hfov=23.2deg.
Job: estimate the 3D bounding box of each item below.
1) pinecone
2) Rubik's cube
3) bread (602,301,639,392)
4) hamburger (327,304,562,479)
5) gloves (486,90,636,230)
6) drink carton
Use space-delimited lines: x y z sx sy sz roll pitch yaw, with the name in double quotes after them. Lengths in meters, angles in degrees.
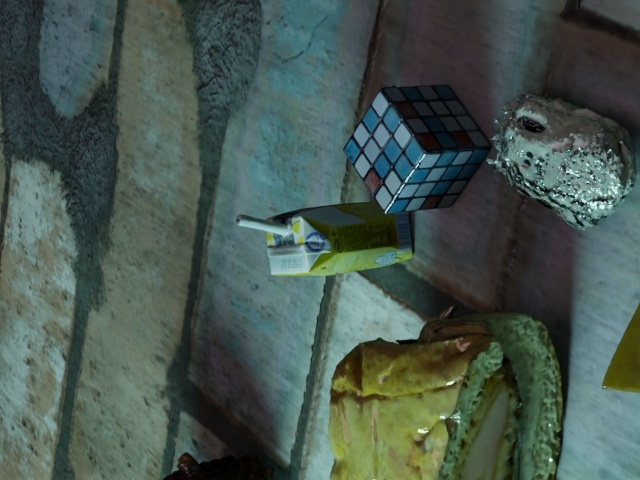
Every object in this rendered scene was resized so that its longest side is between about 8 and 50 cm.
-0.137 0.359 1.852 0.168 0.186 0.212 -105 11 -50 "pinecone"
0.096 -0.092 1.559 0.092 0.092 0.092 58 134 29 "Rubik's cube"
0.294 0.061 1.345 0.084 0.074 0.139 4 99 48 "bread"
0.108 0.194 1.530 0.209 0.162 0.329 30 120 48 "hamburger"
0.221 -0.070 1.422 0.153 0.070 0.114 31 118 43 "gloves"
0.000 0.000 1.606 0.084 0.200 0.074 -1 96 52 "drink carton"
